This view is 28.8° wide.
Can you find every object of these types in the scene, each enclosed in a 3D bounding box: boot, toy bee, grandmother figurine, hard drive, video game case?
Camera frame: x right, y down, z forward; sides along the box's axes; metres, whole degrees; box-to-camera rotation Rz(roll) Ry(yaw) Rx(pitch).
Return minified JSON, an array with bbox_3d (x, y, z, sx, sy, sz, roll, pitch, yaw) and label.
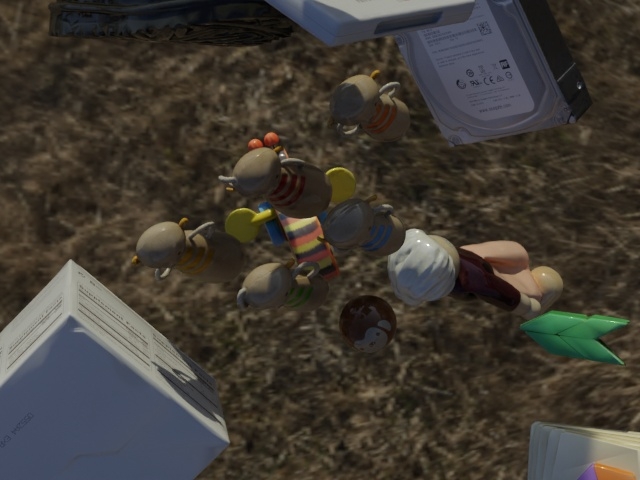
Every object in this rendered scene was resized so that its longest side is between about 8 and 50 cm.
[{"bbox_3d":[-0.155,-0.321,1.190,0.348,0.131,0.260,10,100,41],"label":"boot"},{"bbox_3d":[-0.066,-0.069,1.876,0.195,0.162,0.298,-38,44,-18],"label":"toy bee"},{"bbox_3d":[0.181,0.038,1.574,0.207,0.342,0.104,14,91,29],"label":"grandmother figurine"},{"bbox_3d":[0.204,-0.298,1.715,0.237,0.064,0.339,-7,118,47],"label":"hard drive"},{"bbox_3d":[-0.011,-0.219,0.940,0.212,0.193,0.023,38,122,21],"label":"video game case"}]

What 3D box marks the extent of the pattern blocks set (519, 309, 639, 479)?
[{"bbox_3d":[0.180,0.200,0.701,0.285,0.026,0.325,-5,90,22],"label":"pattern blocks set"}]

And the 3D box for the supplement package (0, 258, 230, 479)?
[{"bbox_3d":[-0.253,0.193,1.197,0.262,0.145,0.204,-45,111,7],"label":"supplement package"}]

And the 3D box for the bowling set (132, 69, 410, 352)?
[{"bbox_3d":[0.000,0.000,1.119,0.287,0.154,0.200,-42,69,13],"label":"bowling set"}]
